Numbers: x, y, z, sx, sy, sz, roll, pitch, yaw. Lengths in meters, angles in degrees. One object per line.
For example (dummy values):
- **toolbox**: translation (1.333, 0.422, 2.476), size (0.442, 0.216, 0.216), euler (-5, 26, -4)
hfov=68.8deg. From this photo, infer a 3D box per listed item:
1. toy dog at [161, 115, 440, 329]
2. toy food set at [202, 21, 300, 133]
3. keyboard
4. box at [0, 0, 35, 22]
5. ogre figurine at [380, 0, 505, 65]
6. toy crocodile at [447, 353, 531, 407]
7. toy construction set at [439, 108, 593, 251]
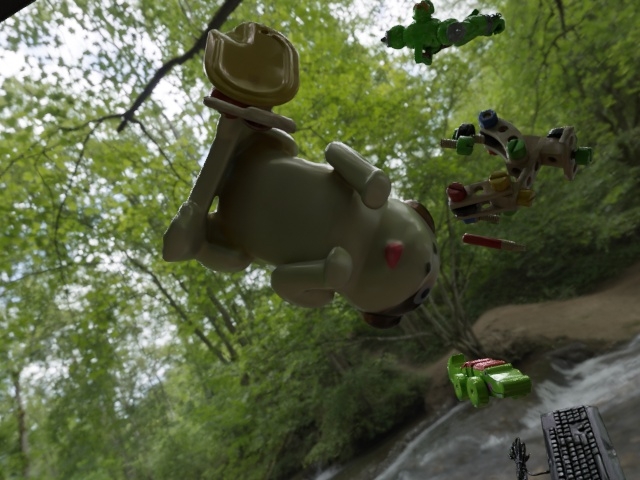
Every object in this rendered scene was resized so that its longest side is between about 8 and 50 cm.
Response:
- **toy dog**: translation (0.000, 0.000, 0.782), size (0.395, 0.408, 0.284), euler (115, 177, -72)
- **toy food set**: translation (-0.098, -0.210, 0.640), size (0.128, 0.217, 0.071), euler (9, -37, -15)
- **keyboard**: translation (0.446, 0.421, 0.876), size (0.202, 0.033, 0.317), euler (-31, 2, 23)
- **box**: translation (-0.291, -0.274, 0.219), size (0.183, 0.294, 0.296), euler (-36, -39, -3)
- **ogre figurine**: translation (0.190, -0.346, 0.780), size (0.118, 0.197, 0.096), euler (-33, -36, -44)
- **toy crocodile**: translation (0.383, 0.318, 1.089), size (0.115, 0.105, 0.340), euler (-11, -13, -2)
- **toy construction set**: translation (0.415, -0.110, 0.971), size (0.257, 0.237, 0.308), euler (-44, -46, -38)
